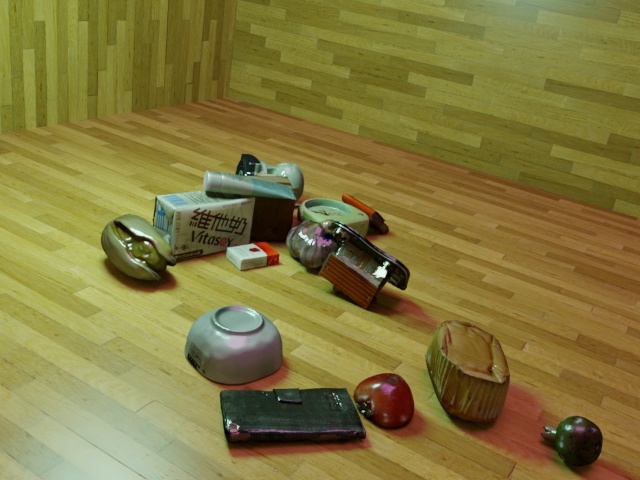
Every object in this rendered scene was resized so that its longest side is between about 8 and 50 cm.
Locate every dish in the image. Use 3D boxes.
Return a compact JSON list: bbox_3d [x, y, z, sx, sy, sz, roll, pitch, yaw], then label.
[{"bbox_3d":[-0.218,0.248,1.700,0.256,0.117,0.256,8,23,-3],"label":"dish"}]

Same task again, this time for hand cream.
[{"bbox_3d":[-0.238,-0.186,2.263,0.312,0.070,0.111,4,26,-22],"label":"hand cream"}]

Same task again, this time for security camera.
[{"bbox_3d":[-0.201,-0.238,2.724,0.277,0.191,0.197,3,19,-21],"label":"security camera"}]

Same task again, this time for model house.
[{"bbox_3d":[0.114,0.095,2.063,0.293,0.207,0.154,35,75,15],"label":"model house"}]

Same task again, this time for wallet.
[{"bbox_3d":[-0.066,0.396,1.511,0.316,0.044,0.169,3,23,-16],"label":"wallet"},{"bbox_3d":[0.181,-0.109,2.663,0.204,0.045,0.142,36,-9,46],"label":"wallet"}]

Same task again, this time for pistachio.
[{"bbox_3d":[-0.565,0.027,2.046,0.166,0.197,0.288,-45,58,-9],"label":"pistachio"}]

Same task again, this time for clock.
[{"bbox_3d":[0.020,-0.089,2.579,0.234,0.096,0.308,-14,32,-40],"label":"clock"}]

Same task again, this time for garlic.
[{"bbox_3d":[0.000,0.000,2.288,0.244,0.161,0.245,7,24,-3],"label":"garlic"}]

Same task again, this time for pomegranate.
[{"bbox_3d":[0.580,0.459,1.536,0.114,0.115,0.142,-8,5,-34],"label":"pomegranate"}]

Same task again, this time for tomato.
[{"bbox_3d":[0.157,0.368,1.598,0.138,0.091,0.159,-7,26,-35],"label":"tomato"}]

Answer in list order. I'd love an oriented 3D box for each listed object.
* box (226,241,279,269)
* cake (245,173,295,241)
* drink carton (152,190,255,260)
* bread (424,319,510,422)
[{"bbox_3d":[-0.228,0.051,2.236,0.152,0.048,0.100,-7,30,-37],"label":"box"},{"bbox_3d":[-0.206,-0.136,2.494,0.196,0.199,0.293,0,21,-9],"label":"cake"},{"bbox_3d":[-0.392,-0.060,2.238,0.324,0.194,0.132,-12,33,-41],"label":"drink carton"},{"bbox_3d":[0.365,0.335,1.680,0.204,0.156,0.288,15,20,-7],"label":"bread"}]
